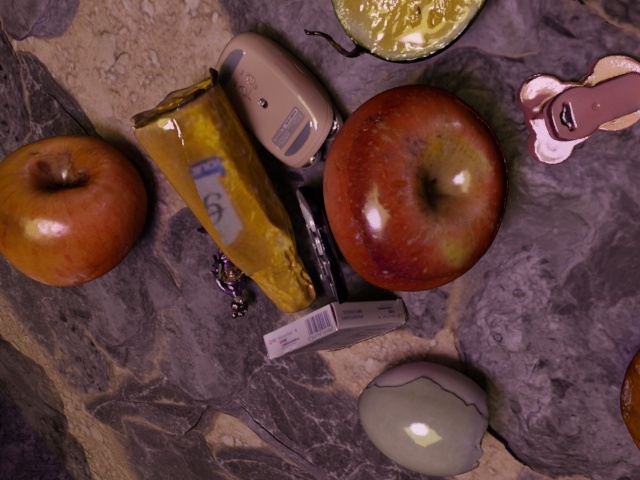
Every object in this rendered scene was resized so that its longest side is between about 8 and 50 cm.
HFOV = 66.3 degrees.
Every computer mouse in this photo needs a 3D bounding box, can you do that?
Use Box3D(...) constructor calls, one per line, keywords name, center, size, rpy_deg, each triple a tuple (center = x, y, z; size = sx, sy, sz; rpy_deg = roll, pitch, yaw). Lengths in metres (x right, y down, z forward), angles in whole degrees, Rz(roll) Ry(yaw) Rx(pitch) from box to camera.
Box3D(name="computer mouse", center=(-0.071, -0.229, 0.804), size=(0.236, 0.082, 0.145), rpy_deg=(44, 126, 4))

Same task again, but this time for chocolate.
Box3D(name="chocolate", center=(-0.125, -0.053, 0.839), size=(0.162, 0.162, 0.445), rpy_deg=(-11, 123, 32))

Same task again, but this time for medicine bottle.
Box3D(name="medicine bottle", center=(0.030, 0.155, 0.850), size=(0.171, 0.201, 0.052), rpy_deg=(-32, 66, 36))

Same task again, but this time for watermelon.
Box3D(name="watermelon", center=(0.118, -0.334, 0.624), size=(0.204, 0.127, 0.232), rpy_deg=(32, 121, 13))

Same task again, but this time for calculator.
Box3D(name="calculator", center=(0.000, 0.000, 0.782), size=(0.040, 0.268, 0.177), rpy_deg=(-18, 105, 1))

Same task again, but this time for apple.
Box3D(name="apple", center=(-0.508, -0.053, 1.005), size=(0.299, 0.299, 0.275), rpy_deg=(28, 146, 16))
Box3D(name="apple", center=(0.124, -0.069, 0.675), size=(0.271, 0.252, 0.206), rpy_deg=(65, 166, -10))

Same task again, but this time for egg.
Box3D(name="egg", center=(0.170, 0.299, 0.842), size=(0.217, 0.183, 0.183), rpy_deg=(10, 116, 15))

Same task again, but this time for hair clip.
Box3D(name="hair clip", center=(0.339, -0.173, 0.635), size=(0.138, 0.102, 0.123), rpy_deg=(-25, 101, 2))

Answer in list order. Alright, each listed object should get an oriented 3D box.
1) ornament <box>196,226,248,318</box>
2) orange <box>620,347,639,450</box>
Box3D(name="ornament", center=(-0.176, 0.056, 0.993), size=(0.088, 0.081, 0.203), rpy_deg=(4, 115, 29))
Box3D(name="orange", center=(0.514, 0.218, 0.623), size=(0.240, 0.171, 0.240), rpy_deg=(11, 115, 26))
